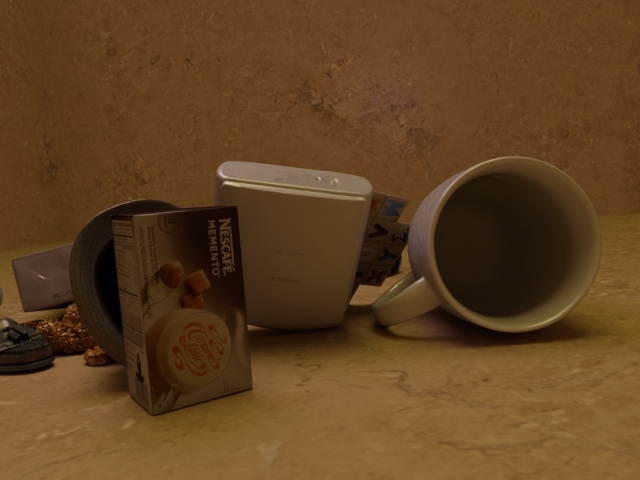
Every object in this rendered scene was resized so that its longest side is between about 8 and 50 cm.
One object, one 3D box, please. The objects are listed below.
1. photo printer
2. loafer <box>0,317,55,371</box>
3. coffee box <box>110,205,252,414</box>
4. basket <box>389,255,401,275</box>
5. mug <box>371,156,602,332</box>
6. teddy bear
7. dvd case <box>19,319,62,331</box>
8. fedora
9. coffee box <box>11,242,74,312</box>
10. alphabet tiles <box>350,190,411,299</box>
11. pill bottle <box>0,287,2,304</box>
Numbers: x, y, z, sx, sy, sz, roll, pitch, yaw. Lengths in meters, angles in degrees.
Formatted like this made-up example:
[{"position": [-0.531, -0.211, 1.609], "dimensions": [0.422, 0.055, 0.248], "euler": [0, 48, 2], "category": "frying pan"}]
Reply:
[{"position": [-0.061, 0.026, 1.019], "dimensions": [0.256, 0.307, 0.107], "euler": [7, 32, -6], "category": "photo printer"}, {"position": [-0.556, 0.165, 0.994], "dimensions": [0.268, 0.084, 0.096], "euler": [-1, 6, 31], "category": "loafer"}, {"position": [-0.180, 0.081, 0.771], "dimensions": [0.141, 0.246, 0.098], "euler": [-7, 7, -34], "category": "coffee box"}, {"position": [0.086, 0.019, 1.680], "dimensions": [0.227, 0.204, 0.154], "euler": [-10, 33, 37], "category": "basket"}, {"position": [0.254, 0.036, 1.063], "dimensions": [0.374, 0.276, 0.328], "euler": [-34, 0, -3], "category": "mug"}, {"position": [-0.389, 0.133, 1.092], "dimensions": [0.245, 0.112, 0.338], "euler": [-7, 6, -9], "category": "teddy bear"}, {"position": [-0.611, 0.184, 1.213], "dimensions": [0.087, 0.013, 0.119], "euler": [-1, 5, 31], "category": "dvd case"}, {"position": [-0.260, 0.087, 0.906], "dimensions": [0.244, 0.275, 0.124], "euler": [-35, -1, -40], "category": "fedora"}, {"position": [-0.542, 0.081, 1.329], "dimensions": [0.168, 0.118, 0.297], "euler": [-15, -3, -7], "category": "coffee box"}, {"position": [0.022, 0.015, 1.158], "dimensions": [0.343, 0.285, 0.011], "euler": [8, 35, -32], "category": "alphabet tiles"}, {"position": [-0.773, 0.135, 1.217], "dimensions": [0.131, 0.131, 0.229], "euler": [-3, 6, 3], "category": "pill bottle"}]
